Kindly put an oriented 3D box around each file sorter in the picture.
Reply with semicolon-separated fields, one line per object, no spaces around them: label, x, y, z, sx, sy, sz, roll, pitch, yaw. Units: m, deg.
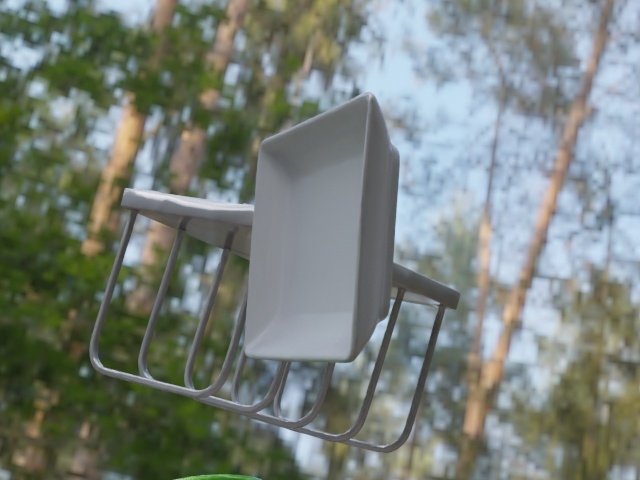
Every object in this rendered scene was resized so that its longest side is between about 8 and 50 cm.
file sorter;-0.045;0.080;1.765;0.193;0.173;0.277;9;-9;43

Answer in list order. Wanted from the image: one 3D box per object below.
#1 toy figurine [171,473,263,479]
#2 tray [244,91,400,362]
toy figurine;-0.046;0.220;0.986;0.130;0.159;0.173;-8;-24;1
tray;0.000;0.000;1.132;0.030;0.145;0.270;4;-4;-14
